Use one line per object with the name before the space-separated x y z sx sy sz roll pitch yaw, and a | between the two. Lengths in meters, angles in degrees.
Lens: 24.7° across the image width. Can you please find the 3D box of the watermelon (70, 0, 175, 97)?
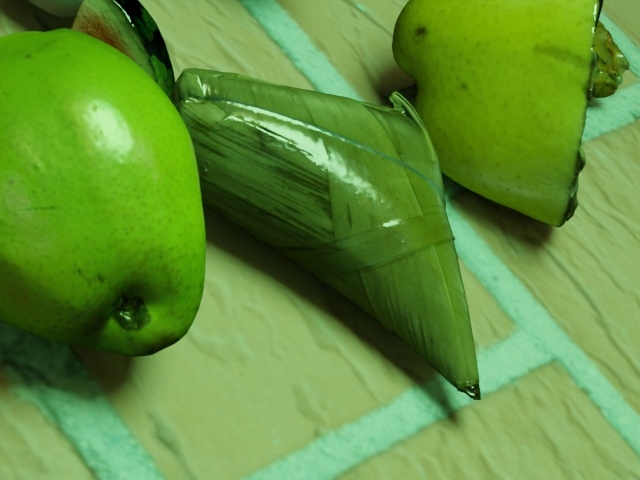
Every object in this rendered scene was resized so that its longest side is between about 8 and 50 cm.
watermelon | -0.156 -0.121 1.103 0.094 0.125 0.135 -18 78 -8

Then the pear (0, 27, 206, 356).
pear | -0.161 -0.024 0.925 0.187 0.187 0.219 -15 73 -40

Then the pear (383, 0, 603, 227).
pear | 0.147 -0.152 1.221 0.178 0.267 0.267 10 43 3

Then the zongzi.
zongzi | 0.000 0.000 1.054 0.228 0.115 0.256 7 57 -32

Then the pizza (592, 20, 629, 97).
pizza | 0.193 -0.198 1.385 0.226 0.069 0.147 -1 54 -33

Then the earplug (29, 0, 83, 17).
earplug | -0.240 -0.305 1.156 0.172 0.172 0.301 -13 64 -39
